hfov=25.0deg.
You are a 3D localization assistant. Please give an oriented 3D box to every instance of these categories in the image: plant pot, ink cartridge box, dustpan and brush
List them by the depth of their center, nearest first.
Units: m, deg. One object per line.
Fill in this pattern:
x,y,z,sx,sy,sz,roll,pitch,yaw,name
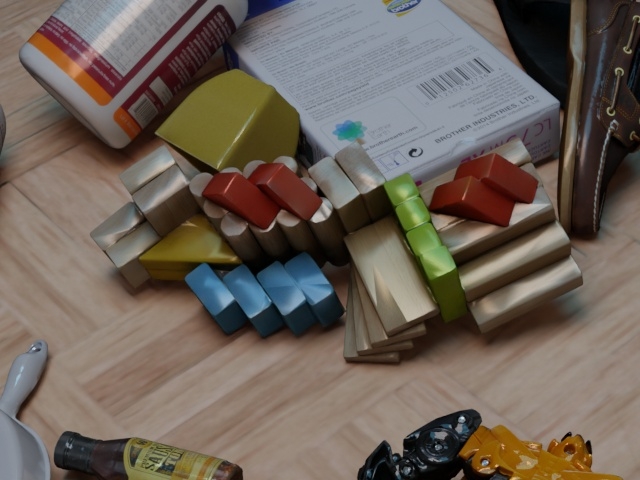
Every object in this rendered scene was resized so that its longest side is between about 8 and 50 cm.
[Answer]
-0.233,0.139,0.985,0.147,0.060,0.211,-4,48,21,dustpan and brush
-0.064,-0.087,1.158,0.081,0.081,0.083,31,83,37,plant pot
0.042,-0.142,1.244,0.186,0.065,0.311,-25,48,-17,ink cartridge box

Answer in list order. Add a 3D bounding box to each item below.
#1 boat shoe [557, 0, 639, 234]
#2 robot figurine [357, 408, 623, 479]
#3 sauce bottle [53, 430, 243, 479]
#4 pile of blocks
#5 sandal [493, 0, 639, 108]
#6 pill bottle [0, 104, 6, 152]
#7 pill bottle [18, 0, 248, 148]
0.225,-0.101,1.136,0.073,0.073,0.207,6,72,8,boat shoe
0.081,0.224,0.830,0.211,0.085,0.291,23,50,27,robot figurine
-0.116,0.153,0.958,0.128,0.042,0.042,11,45,16,sauce bottle
0.000,0.000,1.028,0.362,0.112,0.149,-3,65,12,pile of blocks
0.229,-0.245,1.301,0.167,0.107,0.446,-18,46,-11,sandal
-0.319,-0.043,1.142,0.112,0.112,0.187,-2,43,4,pill bottle
-0.139,-0.194,1.223,0.221,0.121,0.121,-47,53,-6,pill bottle
